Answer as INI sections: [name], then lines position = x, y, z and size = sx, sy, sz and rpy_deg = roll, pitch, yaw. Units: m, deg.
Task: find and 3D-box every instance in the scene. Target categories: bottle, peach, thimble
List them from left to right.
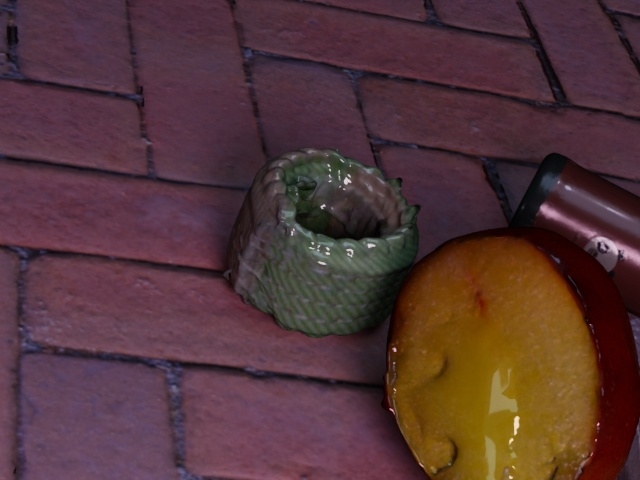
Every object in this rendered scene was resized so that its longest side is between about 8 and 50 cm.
[thimble]
position = 0.000, 0.000, 1.905
size = 0.219, 0.150, 0.219
rpy_deg = 14, 36, -11
[peach]
position = 0.198, 0.148, 1.726
size = 0.281, 0.281, 0.338
rpy_deg = 20, 36, -2
[bottle]
position = 0.402, 0.026, 2.084
size = 0.336, 0.144, 0.144
rpy_deg = 29, 37, 7

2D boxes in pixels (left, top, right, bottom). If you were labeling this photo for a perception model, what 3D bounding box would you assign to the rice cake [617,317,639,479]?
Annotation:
[rice cake]
position = 0.366, 0.223, 1.869
size = 0.064, 0.070, 0.399
rpy_deg = 14, 37, -16
